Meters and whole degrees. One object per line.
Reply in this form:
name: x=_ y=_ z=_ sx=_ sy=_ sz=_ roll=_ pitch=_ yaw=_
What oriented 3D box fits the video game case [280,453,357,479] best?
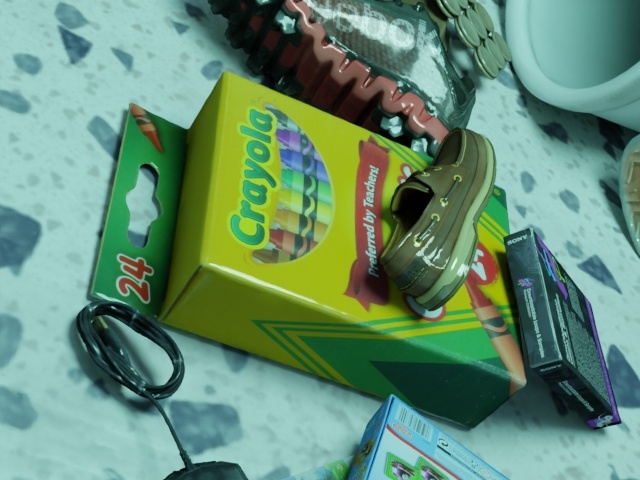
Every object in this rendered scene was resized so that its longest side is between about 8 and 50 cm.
video game case: x=0.034 y=0.203 z=0.788 sx=0.166 sy=0.015 sz=0.119 roll=-10 pitch=62 yaw=-41

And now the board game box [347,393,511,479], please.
board game box: x=0.083 y=0.205 z=0.738 sx=0.160 sy=0.039 sz=0.211 roll=36 pitch=24 yaw=-3

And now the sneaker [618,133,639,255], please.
sneaker: x=0.410 y=0.018 z=1.161 sx=0.121 sy=0.108 sz=0.302 roll=-21 pitch=77 yaw=-46

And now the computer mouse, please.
computer mouse: x=-0.093 y=0.138 z=0.742 sx=0.071 sy=0.041 sz=0.242 roll=-18 pitch=61 yaw=-26

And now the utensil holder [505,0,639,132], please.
utensil holder: x=0.445 y=-0.242 z=1.248 sx=0.385 sy=0.327 sz=0.328 roll=17 pitch=47 yaw=-28

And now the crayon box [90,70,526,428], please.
crayon box: x=0.000 y=0.000 z=0.888 sx=0.318 sy=0.081 sz=0.202 roll=20 pitch=46 yaw=-21

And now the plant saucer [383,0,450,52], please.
plant saucer: x=0.017 y=-0.264 z=1.158 sx=0.277 sy=0.041 sz=0.278 roll=19 pitch=46 yaw=-21

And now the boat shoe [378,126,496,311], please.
boat shoe: x=0.086 y=-0.029 z=0.866 sx=0.060 sy=0.064 sz=0.178 roll=32 pitch=45 yaw=-12

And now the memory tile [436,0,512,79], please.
memory tile: x=0.148 y=-0.236 z=1.203 sx=0.148 sy=0.012 sz=0.113 roll=56 pitch=28 yaw=-8

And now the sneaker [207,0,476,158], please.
sneaker: x=0.026 y=-0.172 z=1.023 sx=0.276 sy=0.097 sz=0.135 roll=41 pitch=61 yaw=-2

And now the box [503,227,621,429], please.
box: x=0.195 y=0.074 z=0.942 sx=0.162 sy=0.029 sz=0.116 roll=43 pitch=33 yaw=-51
